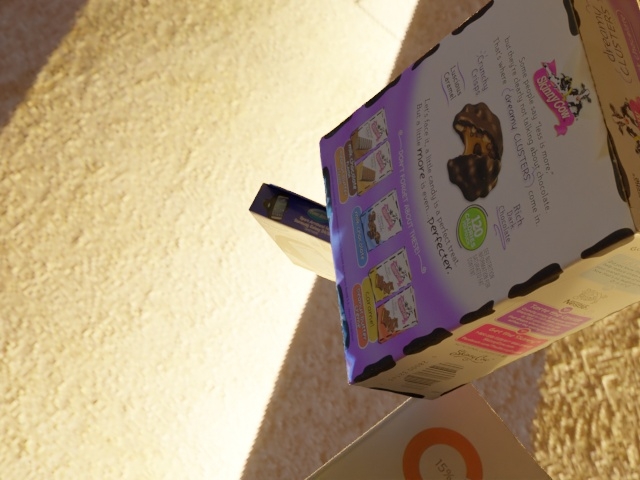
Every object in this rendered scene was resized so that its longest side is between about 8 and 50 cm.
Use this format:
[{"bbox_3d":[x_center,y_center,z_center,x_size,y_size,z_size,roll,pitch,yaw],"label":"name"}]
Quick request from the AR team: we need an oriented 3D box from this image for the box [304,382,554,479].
[{"bbox_3d":[0.001,0.270,0.611,0.345,0.168,0.215,-32,-104,-29],"label":"box"}]

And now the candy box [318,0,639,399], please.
[{"bbox_3d":[0.091,-0.026,0.563,0.196,0.070,0.164,-35,-129,42],"label":"candy box"}]

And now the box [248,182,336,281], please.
[{"bbox_3d":[0.000,0.000,0.789,0.081,0.136,0.028,22,-101,22],"label":"box"}]
